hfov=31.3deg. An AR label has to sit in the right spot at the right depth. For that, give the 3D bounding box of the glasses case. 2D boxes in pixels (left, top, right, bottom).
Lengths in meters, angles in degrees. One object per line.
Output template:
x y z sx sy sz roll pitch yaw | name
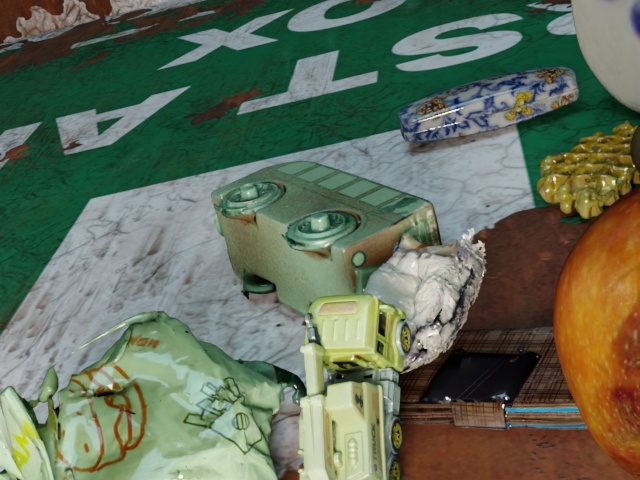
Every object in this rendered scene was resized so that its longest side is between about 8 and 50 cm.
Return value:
0.229 -0.186 1.563 0.248 0.065 0.087 -14 26 3 | glasses case

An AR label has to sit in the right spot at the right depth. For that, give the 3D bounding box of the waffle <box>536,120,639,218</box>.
0.333 -0.086 1.298 0.192 0.046 0.160 -21 22 -10 | waffle

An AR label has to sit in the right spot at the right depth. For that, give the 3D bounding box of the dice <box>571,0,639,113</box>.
0.519 -0.323 1.423 0.304 0.277 0.304 -24 23 -22 | dice

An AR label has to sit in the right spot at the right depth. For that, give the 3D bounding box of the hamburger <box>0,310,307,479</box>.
-0.150 0.152 0.955 0.260 0.150 0.276 -12 23 7 | hamburger

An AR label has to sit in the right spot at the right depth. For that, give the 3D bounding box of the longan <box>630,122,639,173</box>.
0.386 -0.103 1.233 0.106 0.106 0.119 -21 30 -11 | longan

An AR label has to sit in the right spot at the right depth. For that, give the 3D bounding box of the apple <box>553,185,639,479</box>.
0.266 0.072 0.780 0.230 0.230 0.230 -14 23 6 | apple

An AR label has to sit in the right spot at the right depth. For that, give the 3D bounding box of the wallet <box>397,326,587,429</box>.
0.155 0.114 0.972 0.230 0.042 0.124 -2 26 30 | wallet

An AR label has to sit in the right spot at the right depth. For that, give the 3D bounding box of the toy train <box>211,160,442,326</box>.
0.000 0.000 1.223 0.159 0.129 0.326 -24 24 -26 | toy train

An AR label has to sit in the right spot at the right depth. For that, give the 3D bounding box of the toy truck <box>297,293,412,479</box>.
0.019 0.123 0.899 0.077 0.100 0.169 -3 67 25 | toy truck

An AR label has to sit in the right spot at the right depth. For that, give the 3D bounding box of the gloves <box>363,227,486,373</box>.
0.090 0.060 1.010 0.114 0.070 0.153 -1 37 35 | gloves
